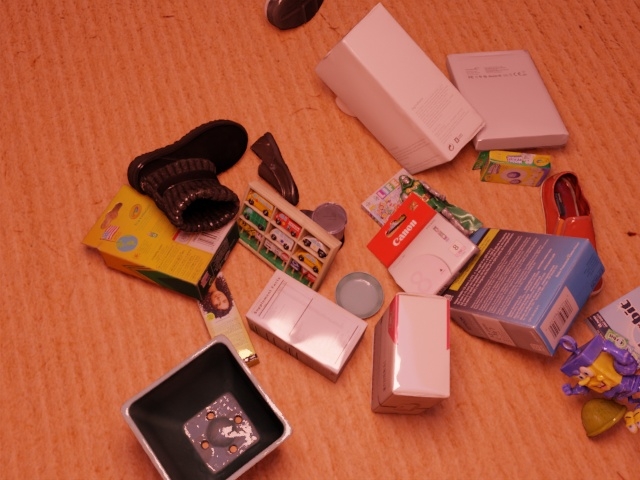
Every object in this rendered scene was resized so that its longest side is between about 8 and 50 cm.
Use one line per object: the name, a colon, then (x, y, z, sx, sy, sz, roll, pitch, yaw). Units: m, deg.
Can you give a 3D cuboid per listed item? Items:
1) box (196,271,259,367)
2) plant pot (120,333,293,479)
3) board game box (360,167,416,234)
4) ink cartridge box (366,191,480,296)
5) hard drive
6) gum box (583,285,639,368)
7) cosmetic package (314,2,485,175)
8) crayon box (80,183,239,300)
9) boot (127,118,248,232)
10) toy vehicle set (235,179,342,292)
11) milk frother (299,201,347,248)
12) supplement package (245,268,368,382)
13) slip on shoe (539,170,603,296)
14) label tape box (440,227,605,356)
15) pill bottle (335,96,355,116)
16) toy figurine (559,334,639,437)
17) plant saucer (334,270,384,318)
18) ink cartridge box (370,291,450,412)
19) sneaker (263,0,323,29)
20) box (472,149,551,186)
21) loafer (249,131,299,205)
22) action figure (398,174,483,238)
box: (-0.226, 0.195, 1.556, 0.087, 0.058, 0.232, -23, 71, -10)
plant pot: (-0.222, 0.387, 1.375, 0.248, 0.252, 0.247, -35, 74, -14)
board game box: (0.194, -0.102, 1.697, 0.154, 0.026, 0.103, -41, 74, -15)
ink cartridge box: (0.232, 0.017, 1.572, 0.232, 0.066, 0.189, 45, 101, 24)
hard drive: (0.484, -0.378, 1.748, 0.233, 0.047, 0.353, -4, 51, -4)
gum box: (0.754, 0.208, 1.575, 0.184, 0.041, 0.157, -28, 72, -12)
cosmetic package: (0.188, -0.361, 1.631, 0.385, 0.217, 0.156, 47, 72, -12)
crayon box: (-0.381, -0.003, 1.588, 0.318, 0.081, 0.202, 19, 58, 14)
boot: (-0.260, -0.156, 1.585, 0.348, 0.131, 0.260, -33, 44, -28)
toy vehicle set: (-0.088, -0.005, 1.577, 0.267, 0.166, 0.035, 37, 38, 17)
milk frother: (0.000, 0.000, 1.596, 0.129, 0.135, 0.143, -2, 68, -1)
supplement package: (-0.032, 0.197, 1.517, 0.244, 0.134, 0.139, 31, 71, 11)
slip on shoe: (0.623, -0.022, 1.634, 0.123, 0.101, 0.331, -4, 70, -4)
label tape box: (0.431, 0.103, 1.528, 0.249, 0.347, 0.115, -51, 119, -19)
pill bottle: (0.118, -0.428, 1.783, 0.108, 0.108, 0.180, 29, 71, 10)
toy figurine: (0.593, 0.262, 1.380, 0.217, 0.362, 0.191, 35, 66, 10)
plant saucer: (0.094, 0.134, 1.605, 0.119, 0.021, 0.119, 0, 69, -1)
ink cartridge box: (0.187, 0.252, 1.420, 0.117, 0.283, 0.207, 5, 68, -3)
sneaker: (-0.103, -0.794, 1.920, 0.257, 0.169, 0.447, 22, 61, 17)
box: (0.486, -0.185, 1.694, 0.179, 0.105, 0.043, 7, 67, 3)
loafer: (-0.120, -0.174, 1.702, 0.078, 0.080, 0.220, -25, 65, 0)
action figure: (0.277, -0.080, 1.648, 0.137, 0.063, 0.232, -41, 75, -12)
